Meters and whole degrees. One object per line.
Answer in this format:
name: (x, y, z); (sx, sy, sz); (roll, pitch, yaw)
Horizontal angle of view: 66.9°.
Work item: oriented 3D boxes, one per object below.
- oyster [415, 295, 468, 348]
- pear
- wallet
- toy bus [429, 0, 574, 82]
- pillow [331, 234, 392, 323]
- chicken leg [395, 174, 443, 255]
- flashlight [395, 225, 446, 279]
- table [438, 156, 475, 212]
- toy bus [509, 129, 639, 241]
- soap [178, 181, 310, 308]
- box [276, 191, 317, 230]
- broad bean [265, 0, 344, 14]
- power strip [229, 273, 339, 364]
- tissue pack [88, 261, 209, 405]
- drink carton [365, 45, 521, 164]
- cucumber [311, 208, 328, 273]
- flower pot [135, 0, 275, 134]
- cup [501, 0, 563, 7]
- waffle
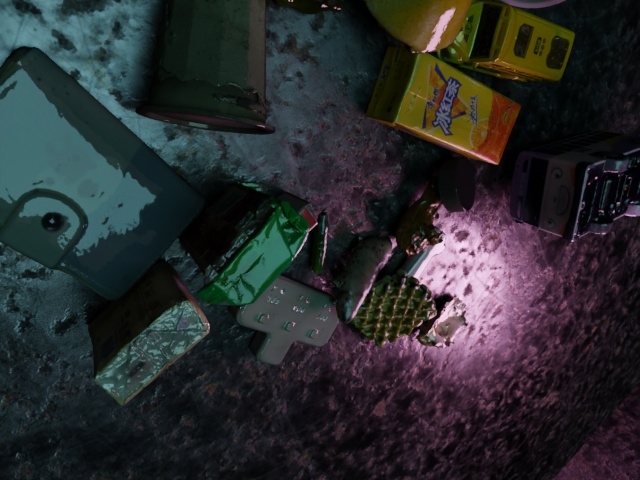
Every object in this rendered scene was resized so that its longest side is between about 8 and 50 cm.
oyster: (0.346, 0.239, 1.376); (0.209, 0.072, 0.133); (-50, 124, -30)
pear: (0.197, -0.480, 0.837); (0.267, 0.178, 0.267); (0, 89, -20)
wallet: (-0.375, -0.078, 0.747); (0.252, 0.083, 0.360); (-53, 127, -10)
toy bus: (0.396, -0.434, 1.056); (0.330, 0.152, 0.144); (-1, 112, -33)
pillow: (0.087, 0.071, 1.112); (0.093, 0.051, 0.241); (42, 66, -21)
chicken leg: (0.256, -0.059, 1.165); (0.085, 0.101, 0.207); (35, 79, -50)
flashlight: (0.246, 0.054, 1.237); (0.093, 0.047, 0.200); (33, 93, -37)
table: (0.333, -0.135, 1.176); (0.133, 0.043, 0.133); (4, 85, -52)
toy bus: (0.723, -0.168, 1.327); (0.440, 0.249, 0.209); (-19, 120, -33)
soap: (-0.138, -0.012, 0.818); (0.218, 0.273, 0.098); (-49, 117, -7)
box: (-0.114, 0.006, 0.929); (0.229, 0.123, 0.050); (-44, 123, -9)
broad bean: (-0.049, -0.416, 0.834); (0.195, 0.046, 0.061); (-19, 131, -21)
power strip: (-0.081, 0.179, 1.065); (0.265, 0.059, 0.193); (26, 94, -39)
tissue pack: (-0.292, 0.141, 0.807); (0.186, 0.222, 0.090); (-42, 117, -12)
drink carton: (0.277, -0.290, 1.069); (0.351, 0.111, 0.154); (11, 103, -35)
cucumber: (0.000, 0.000, 1.056); (0.037, 0.037, 0.155); (-8, 116, -31)
flower pot: (-0.167, -0.274, 0.735); (0.212, 0.212, 0.202); (-1, 101, -33)
cup: (0.429, -0.643, 0.878); (0.253, 0.253, 0.371); (30, 78, -38)
waffle: (0.178, 0.165, 1.203); (0.204, 0.054, 0.223); (-34, 127, 16)
